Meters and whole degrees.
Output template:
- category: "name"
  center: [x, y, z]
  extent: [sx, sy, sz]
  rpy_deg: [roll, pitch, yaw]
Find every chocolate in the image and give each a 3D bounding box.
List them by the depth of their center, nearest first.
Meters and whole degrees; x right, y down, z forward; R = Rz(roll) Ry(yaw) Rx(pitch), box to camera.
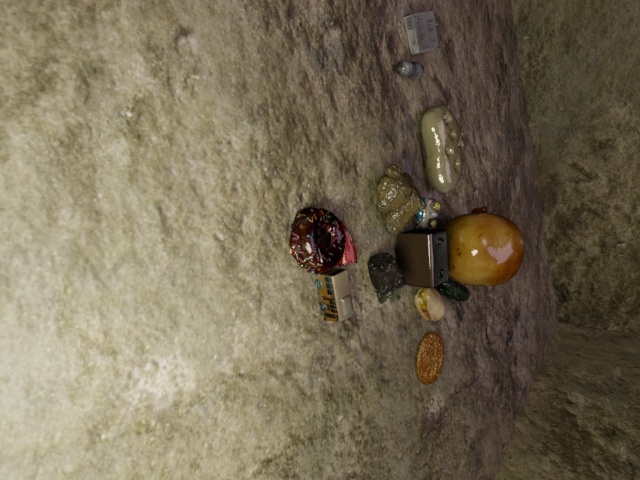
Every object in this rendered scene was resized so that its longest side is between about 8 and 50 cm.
- category: "chocolate"
  center: [0.388, -0.737, 1.800]
  extent: [0.166, 0.072, 0.072]
  rpy_deg: [-15, 102, -44]

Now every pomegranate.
- category: "pomegranate"
  center: [0.757, 0.028, 2.006]
  extent: [0.416, 0.416, 0.418]
  rpy_deg: [-2, 93, -46]

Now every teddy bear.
- category: "teddy bear"
  center: [0.311, -0.179, 1.684]
  extent: [0.256, 0.156, 0.267]
  rpy_deg: [24, 76, -42]

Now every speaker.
- category: "speaker"
  center: [0.443, 0.072, 1.801]
  extent: [0.153, 0.192, 0.231]
  rpy_deg: [-13, 102, -46]

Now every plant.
- category: "plant"
  center: [0.261, 0.152, 1.649]
  extent: [0.142, 0.131, 0.203]
  rpy_deg: [-34, 129, -6]

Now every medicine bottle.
- category: "medicine bottle"
  center: [0.462, -0.939, 1.883]
  extent: [0.201, 0.052, 0.171]
  rpy_deg: [-34, 115, -39]

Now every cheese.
- category: "cheese"
  center: [0.555, -0.435, 1.943]
  extent: [0.328, 0.129, 0.351]
  rpy_deg: [41, 61, -42]

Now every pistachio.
- category: "pistachio"
  center: [0.501, 0.289, 1.926]
  extent: [0.200, 0.117, 0.145]
  rpy_deg: [48, 50, -27]

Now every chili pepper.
- category: "chili pepper"
  center: [0.081, 0.005, 1.525]
  extent: [0.088, 0.065, 0.169]
  rpy_deg: [-12, 94, -19]

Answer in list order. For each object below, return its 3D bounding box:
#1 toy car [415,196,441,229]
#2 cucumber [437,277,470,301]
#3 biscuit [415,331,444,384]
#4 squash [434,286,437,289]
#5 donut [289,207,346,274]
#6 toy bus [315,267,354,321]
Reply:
- category: "toy car"
  center: [0.458, -0.119, 1.878]
  extent: [0.098, 0.126, 0.162]
  rpy_deg: [12, 92, -23]
- category: "cucumber"
  center: [0.644, 0.241, 2.051]
  extent: [0.359, 0.096, 0.097]
  rpy_deg: [21, 76, -54]
- category: "biscuit"
  center: [0.539, 0.572, 2.032]
  extent: [0.253, 0.035, 0.254]
  rpy_deg: [-1, 92, -46]
- category: "squash"
  center: [0.519, 0.131, 1.972]
  extent: [0.066, 0.066, 0.252]
  rpy_deg: [-11, 98, -45]
- category: "donut"
  center: [0.000, 0.000, 1.404]
  extent: [0.235, 0.089, 0.235]
  rpy_deg: [8, 79, -48]
- category: "toy bus"
  center: [0.054, 0.192, 1.463]
  extent: [0.091, 0.103, 0.182]
  rpy_deg: [-22, 108, -43]
